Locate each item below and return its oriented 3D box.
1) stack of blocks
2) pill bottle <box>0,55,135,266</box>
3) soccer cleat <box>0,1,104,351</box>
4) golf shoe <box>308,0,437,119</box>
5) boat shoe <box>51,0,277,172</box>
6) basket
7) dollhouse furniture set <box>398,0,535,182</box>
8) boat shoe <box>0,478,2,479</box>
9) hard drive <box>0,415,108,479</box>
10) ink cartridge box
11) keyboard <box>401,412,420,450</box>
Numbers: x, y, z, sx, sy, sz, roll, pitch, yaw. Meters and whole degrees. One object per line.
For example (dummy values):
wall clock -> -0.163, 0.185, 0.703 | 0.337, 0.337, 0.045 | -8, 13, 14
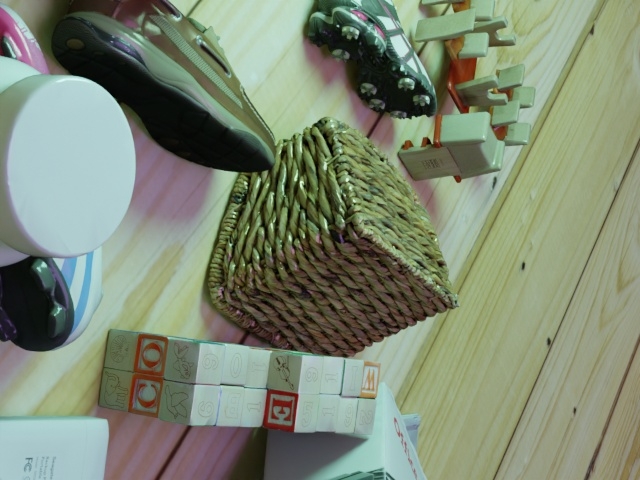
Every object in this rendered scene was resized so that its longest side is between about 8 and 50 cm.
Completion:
stack of blocks -> -0.081, 0.161, 1.415 | 0.297, 0.171, 0.087 | 15, 81, -56
pill bottle -> -0.289, -0.062, 0.973 | 0.162, 0.279, 0.162 | -13, 105, -56
soccer cleat -> -0.275, -0.062, 1.172 | 0.143, 0.116, 0.331 | -52, 138, -67
golf shoe -> 0.088, -0.260, 1.687 | 0.273, 0.105, 0.120 | 45, 50, -50
boat shoe -> -0.142, -0.178, 1.330 | 0.324, 0.123, 0.119 | 40, 58, -52
basket -> 0.000, 0.000, 1.591 | 0.299, 0.223, 0.213 | 36, 31, -52
dollhouse furniture set -> 0.208, -0.220, 1.883 | 0.262, 0.135, 0.259 | 53, 40, -45
boat shoe -> -0.274, 0.269, 1.096 | 0.335, 0.119, 0.121 | 56, 50, -44
hard drive -> -0.340, 0.278, 1.150 | 0.353, 0.047, 0.232 | 11, 85, -57
ink cartridge box -> 0.043, 0.411, 1.507 | 0.395, 0.166, 0.285 | -86, 160, -53
keyboard -> 0.077, 0.293, 1.820 | 0.256, 0.014, 0.072 | 6, 94, -56
